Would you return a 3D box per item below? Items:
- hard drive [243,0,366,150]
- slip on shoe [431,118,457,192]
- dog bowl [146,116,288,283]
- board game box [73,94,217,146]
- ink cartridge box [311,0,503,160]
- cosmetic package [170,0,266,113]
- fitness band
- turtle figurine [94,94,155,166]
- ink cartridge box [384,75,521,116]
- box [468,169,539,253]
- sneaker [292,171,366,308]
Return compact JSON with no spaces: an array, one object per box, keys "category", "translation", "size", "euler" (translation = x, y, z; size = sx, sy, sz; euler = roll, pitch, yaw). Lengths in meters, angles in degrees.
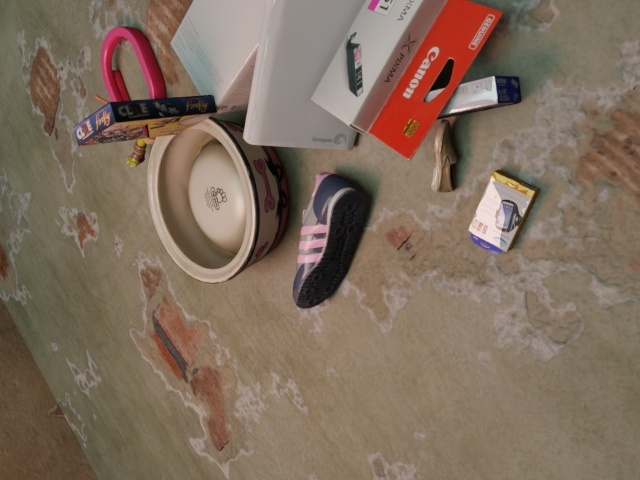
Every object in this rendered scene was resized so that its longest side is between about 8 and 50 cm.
[{"category":"hard drive","translation":[-0.003,-0.344,1.048],"size":[0.047,0.232,0.353],"euler":[48,132,49]},{"category":"slip on shoe","translation":[0.227,-0.150,1.019],"size":[0.041,0.051,0.136],"euler":[12,116,22]},{"category":"dog bowl","translation":[-0.246,-0.108,1.384],"size":[0.407,0.150,0.409],"euler":[12,109,39]},{"category":"board game box","translation":[-0.361,-0.251,1.179],"size":[0.165,0.243,0.042],"euler":[-13,95,42]},{"category":"ink cartridge box","translation":[0.131,-0.307,0.960],"size":[0.239,0.060,0.275],"euler":[43,108,42]},{"category":"cosmetic package","translation":[-0.136,-0.469,1.184],"size":[0.385,0.156,0.217],"euler":[-39,76,40]},{"category":"fitness band","translation":[-0.533,-0.457,1.604],"size":[0.209,0.054,0.291],"euler":[-26,85,42]},{"category":"turtle figurine","translation":[-0.478,-0.294,1.545],"size":[0.269,0.087,0.217],"euler":[15,133,-9]},{"category":"ink cartridge box","translation":[0.223,-0.236,0.969],"size":[0.207,0.097,0.046],"euler":[-3,99,41]},{"category":"box","translation":[0.315,-0.045,0.989],"size":[0.081,0.028,0.136],"euler":[34,125,30]},{"category":"sneaker","translation":[0.000,0.000,1.243],"size":[0.131,0.112,0.319],"euler":[50,128,41]}]
